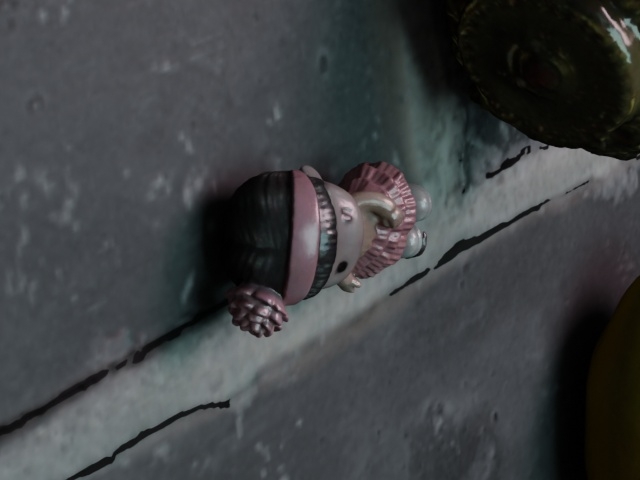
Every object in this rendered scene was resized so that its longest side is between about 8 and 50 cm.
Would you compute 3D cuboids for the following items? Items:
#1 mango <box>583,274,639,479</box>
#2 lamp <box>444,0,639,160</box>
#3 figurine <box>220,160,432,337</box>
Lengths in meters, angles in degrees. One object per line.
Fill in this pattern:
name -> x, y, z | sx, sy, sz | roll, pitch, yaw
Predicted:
mango -> 0.241, 0.132, 1.122 | 0.254, 0.139, 0.175 | 47, 71, -20
lamp -> 0.174, -0.165, 0.966 | 0.274, 0.177, 0.177 | -49, 132, -32
figurine -> 0.000, 0.000, 0.868 | 0.129, 0.054, 0.072 | -13, 121, -58
